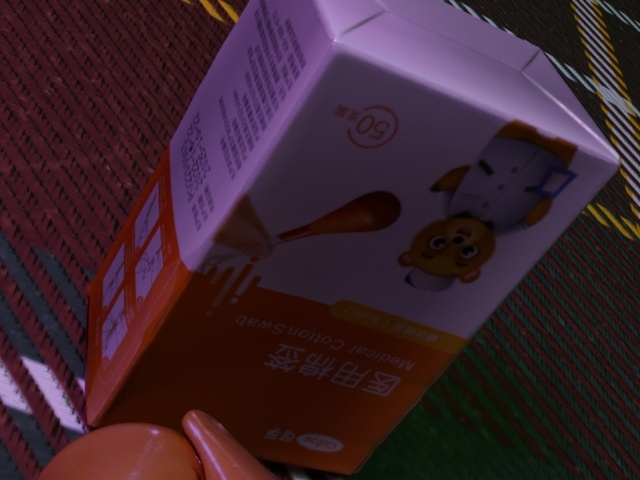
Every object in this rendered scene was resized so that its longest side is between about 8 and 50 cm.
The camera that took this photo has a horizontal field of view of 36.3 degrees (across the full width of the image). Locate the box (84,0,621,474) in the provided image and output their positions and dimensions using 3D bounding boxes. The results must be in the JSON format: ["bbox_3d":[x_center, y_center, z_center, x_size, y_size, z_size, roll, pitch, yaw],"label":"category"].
[{"bbox_3d":[0.000,0.000,0.678,0.224,0.341,0.143,17,34,-28],"label":"box"}]

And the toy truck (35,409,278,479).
[{"bbox_3d":[-0.036,0.213,0.540,0.239,0.189,0.265,37,-3,40],"label":"toy truck"}]
